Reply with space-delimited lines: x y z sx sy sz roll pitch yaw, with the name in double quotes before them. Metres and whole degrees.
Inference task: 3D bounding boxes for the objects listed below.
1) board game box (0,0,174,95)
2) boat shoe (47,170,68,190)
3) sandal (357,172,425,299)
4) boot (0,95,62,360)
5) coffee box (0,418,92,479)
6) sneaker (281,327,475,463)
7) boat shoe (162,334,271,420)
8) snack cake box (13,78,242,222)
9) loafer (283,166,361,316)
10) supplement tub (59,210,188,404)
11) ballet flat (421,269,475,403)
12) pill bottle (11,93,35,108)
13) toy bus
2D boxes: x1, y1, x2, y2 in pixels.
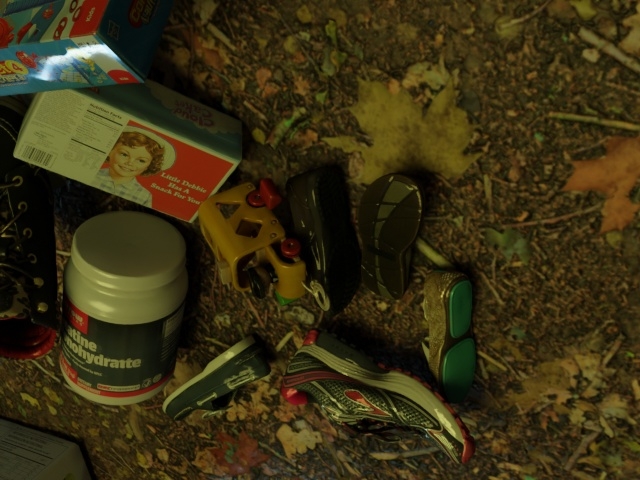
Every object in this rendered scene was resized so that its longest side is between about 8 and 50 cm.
"board game box" -0.301 -0.328 0.953 0.302 0.308 0.086 1 156 29
"boat shoe" -0.465 -0.106 1.334 0.133 0.042 0.049 -14 138 36
"sandal" 0.100 -0.009 1.051 0.090 0.060 0.219 23 140 25
"boot" -0.458 -0.011 1.152 0.377 0.138 0.284 109 152 -60
"coffee box" -0.699 0.621 1.689 0.338 0.334 0.338 7 120 30
"sneaker" 0.081 0.238 1.124 0.299 0.112 0.121 22 158 32
"boat shoe" -0.174 0.249 1.332 0.254 0.095 0.079 -41 81 30
"snack cake box" -0.256 -0.139 1.077 0.264 0.089 0.152 22 133 -26
"loafer" 0.000 0.000 1.106 0.078 0.080 0.220 10 117 39
"supplement tub" -0.314 0.110 1.268 0.191 0.191 0.272 26 127 16
"ballet flat" 0.172 0.127 1.086 0.067 0.073 0.206 29 129 47
"pill bottle" -0.375 -0.235 1.158 0.208 0.117 0.117 -7 112 33
"toy bus" -0.094 0.021 1.093 0.191 0.104 0.202 69 163 -9
